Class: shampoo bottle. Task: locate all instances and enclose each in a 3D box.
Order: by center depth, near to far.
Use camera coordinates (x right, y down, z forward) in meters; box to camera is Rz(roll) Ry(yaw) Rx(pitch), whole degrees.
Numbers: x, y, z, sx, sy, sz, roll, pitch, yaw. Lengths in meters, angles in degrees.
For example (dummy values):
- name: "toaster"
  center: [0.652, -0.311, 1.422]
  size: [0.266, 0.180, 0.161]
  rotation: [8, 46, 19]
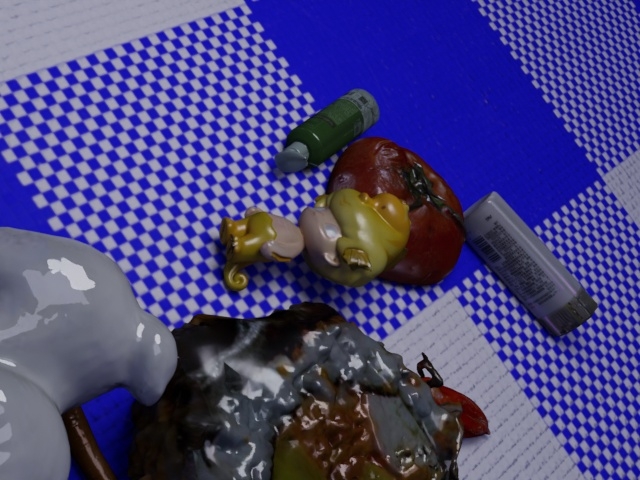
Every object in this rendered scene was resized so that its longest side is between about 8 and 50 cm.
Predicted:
- name: "shampoo bottle"
  center: [0.007, -0.144, 1.586]
  size: [0.065, 0.065, 0.204]
  rotation: [51, 43, 0]
- name: "shampoo bottle"
  center: [0.296, 0.035, 1.684]
  size: [0.227, 0.086, 0.056]
  rotation: [47, 45, -3]

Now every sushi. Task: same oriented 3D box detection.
- name: "sushi"
  center: [-0.015, 0.258, 1.222]
  size: [0.417, 0.176, 0.417]
  rotation: [22, 48, -27]

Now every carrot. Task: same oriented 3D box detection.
- name: "carrot"
  center: [-0.243, 0.200, 1.177]
  size: [0.037, 0.037, 0.190]
  rotation: [-21, 81, -45]

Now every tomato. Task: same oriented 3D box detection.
- name: "tomato"
  center: [0.113, -0.051, 1.587]
  size: [0.228, 0.101, 0.228]
  rotation: [22, 47, -26]

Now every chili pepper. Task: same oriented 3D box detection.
- name: "chili pepper"
  center: [0.154, 0.209, 1.480]
  size: [0.191, 0.050, 0.059]
  rotation: [33, 42, -34]

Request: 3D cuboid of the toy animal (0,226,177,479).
- name: "toy animal"
  center: [-0.268, 0.176, 1.028]
  size: [0.241, 0.196, 0.367]
  rotation: [16, 54, -8]

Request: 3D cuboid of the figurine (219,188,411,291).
- name: "figurine"
  center: [0.000, 0.000, 1.434]
  size: [0.246, 0.131, 0.156]
  rotation: [0, 38, -19]
